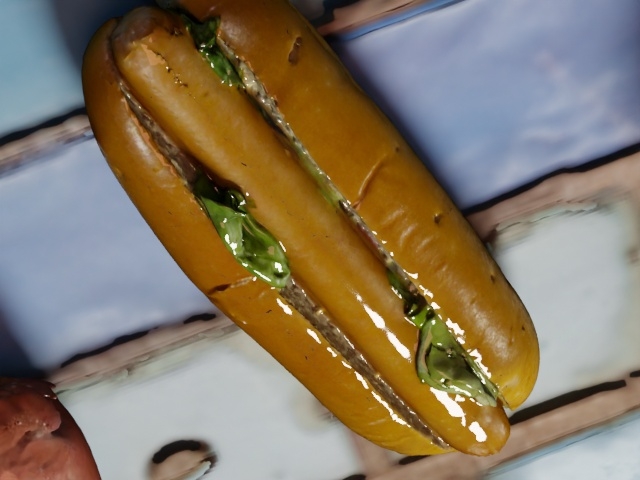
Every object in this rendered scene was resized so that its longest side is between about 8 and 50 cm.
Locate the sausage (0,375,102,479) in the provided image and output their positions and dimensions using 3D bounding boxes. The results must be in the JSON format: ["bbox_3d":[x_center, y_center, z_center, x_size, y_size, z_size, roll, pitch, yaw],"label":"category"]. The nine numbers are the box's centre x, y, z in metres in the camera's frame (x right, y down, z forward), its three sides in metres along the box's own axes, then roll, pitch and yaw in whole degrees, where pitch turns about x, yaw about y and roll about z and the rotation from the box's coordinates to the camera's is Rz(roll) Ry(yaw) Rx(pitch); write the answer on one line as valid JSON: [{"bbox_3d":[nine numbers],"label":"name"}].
[{"bbox_3d":[-0.121,0.116,0.785,0.076,0.076,0.141,-14,118,-2],"label":"sausage"}]

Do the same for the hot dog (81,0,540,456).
[{"bbox_3d":[0.000,0.000,0.746,0.100,0.068,0.249,-36,118,9],"label":"hot dog"}]
